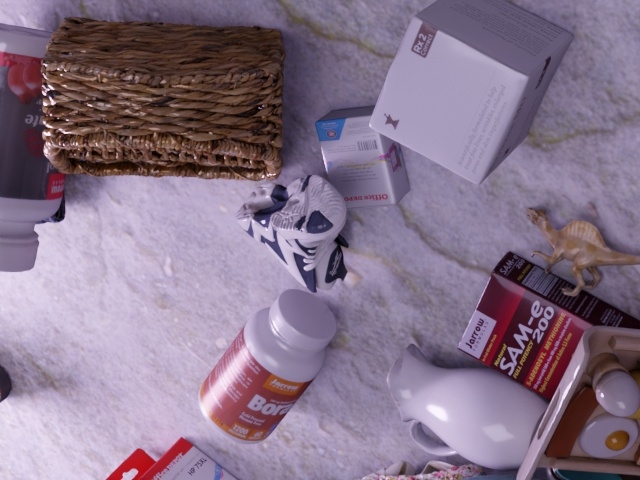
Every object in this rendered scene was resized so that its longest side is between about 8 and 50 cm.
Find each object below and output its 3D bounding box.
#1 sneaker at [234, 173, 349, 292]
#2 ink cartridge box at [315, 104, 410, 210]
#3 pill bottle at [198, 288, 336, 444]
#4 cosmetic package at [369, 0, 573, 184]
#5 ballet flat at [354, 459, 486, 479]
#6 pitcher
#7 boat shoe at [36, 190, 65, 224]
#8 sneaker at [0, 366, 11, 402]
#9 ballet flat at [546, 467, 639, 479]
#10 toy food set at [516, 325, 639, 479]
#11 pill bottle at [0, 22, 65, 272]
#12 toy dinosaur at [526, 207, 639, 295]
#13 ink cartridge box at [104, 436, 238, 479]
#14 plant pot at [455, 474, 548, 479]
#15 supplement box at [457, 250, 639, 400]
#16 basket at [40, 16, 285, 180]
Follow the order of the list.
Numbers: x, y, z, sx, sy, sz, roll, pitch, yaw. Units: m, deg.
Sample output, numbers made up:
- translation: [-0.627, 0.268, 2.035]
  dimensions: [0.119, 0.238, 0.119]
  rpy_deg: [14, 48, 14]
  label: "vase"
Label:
- translation: [0.000, 0.000, 1.954]
  dimensions: [0.153, 0.094, 0.235]
  rpy_deg: [43, 157, -23]
  label: "sneaker"
- translation: [0.054, -0.105, 1.940]
  dimensions: [0.088, 0.052, 0.122]
  rpy_deg: [-4, 110, 28]
  label: "ink cartridge box"
- translation: [-0.070, 0.170, 2.082]
  dimensions: [0.121, 0.121, 0.216]
  rpy_deg: [39, 124, 5]
  label: "pill bottle"
- translation: [0.176, -0.186, 1.766]
  dimensions: [0.151, 0.183, 0.151]
  rpy_deg: [29, 122, 12]
  label: "cosmetic package"
- translation: [0.133, 0.339, 2.082]
  dimensions: [0.241, 0.077, 0.091]
  rpy_deg: [-5, 146, 39]
  label: "ballet flat"
- translation: [0.200, 0.239, 1.995]
  dimensions: [0.207, 0.125, 0.178]
  rpy_deg: [18, 140, 29]
  label: "pitcher"
- translation: [-0.419, -0.107, 2.168]
  dimensions: [0.083, 0.065, 0.183]
  rpy_deg: [-2, 117, 24]
  label: "boat shoe"
- translation: [-0.622, 0.190, 2.346]
  dimensions: [0.270, 0.145, 0.090]
  rpy_deg: [34, 122, 9]
  label: "sneaker"
- translation: [0.393, 0.336, 1.974]
  dimensions: [0.213, 0.072, 0.068]
  rpy_deg: [24, 148, 16]
  label: "ballet flat"
- translation: [0.405, 0.224, 1.819]
  dimensions: [0.306, 0.092, 0.220]
  rpy_deg: [8, 122, -18]
  label: "toy food set"
- translation: [-0.425, -0.126, 2.043]
  dimensions: [0.176, 0.176, 0.319]
  rpy_deg: [14, 100, 20]
  label: "pill bottle"
- translation: [0.325, 0.021, 1.864]
  dimensions: [0.183, 0.053, 0.093]
  rpy_deg: [22, 118, 16]
  label: "toy dinosaur"
- translation: [-0.197, 0.383, 2.231]
  dimensions: [0.231, 0.134, 0.078]
  rpy_deg: [36, 124, 7]
  label: "ink cartridge box"
- translation: [0.247, 0.460, 1.945]
  dimensions: [0.290, 0.195, 0.290]
  rpy_deg: [7, 141, 6]
  label: "plant pot"
- translation: [0.307, 0.131, 1.910]
  dimensions: [0.239, 0.073, 0.130]
  rpy_deg: [28, 121, 13]
  label: "supplement box"
- translation: [-0.193, -0.139, 1.900]
  dimensions: [0.299, 0.213, 0.223]
  rpy_deg: [3, 116, -3]
  label: "basket"
